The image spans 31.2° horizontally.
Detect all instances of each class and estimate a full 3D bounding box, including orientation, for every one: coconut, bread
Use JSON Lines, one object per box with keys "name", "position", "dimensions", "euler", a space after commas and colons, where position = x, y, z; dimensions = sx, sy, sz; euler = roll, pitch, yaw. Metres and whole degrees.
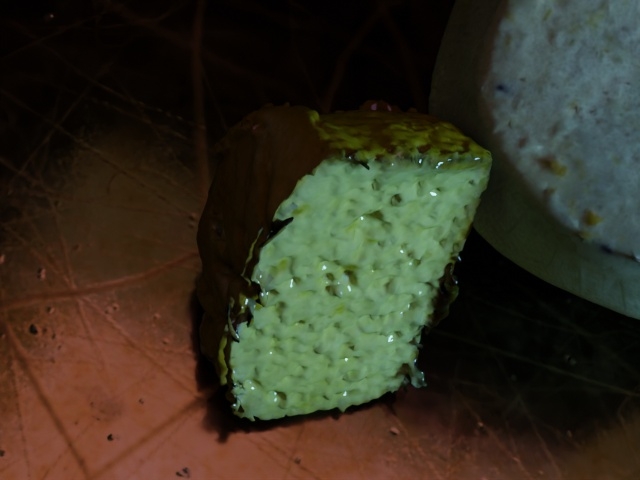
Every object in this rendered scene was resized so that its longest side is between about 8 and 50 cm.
{"name": "coconut", "position": [0.264, -0.108, 0.803], "dimensions": [0.346, 0.360, 0.346], "euler": [1, 94, 21]}
{"name": "bread", "position": [-0.002, -0.003, 0.774], "dimensions": [0.160, 0.260, 0.147], "euler": [-8, 47, -17]}
